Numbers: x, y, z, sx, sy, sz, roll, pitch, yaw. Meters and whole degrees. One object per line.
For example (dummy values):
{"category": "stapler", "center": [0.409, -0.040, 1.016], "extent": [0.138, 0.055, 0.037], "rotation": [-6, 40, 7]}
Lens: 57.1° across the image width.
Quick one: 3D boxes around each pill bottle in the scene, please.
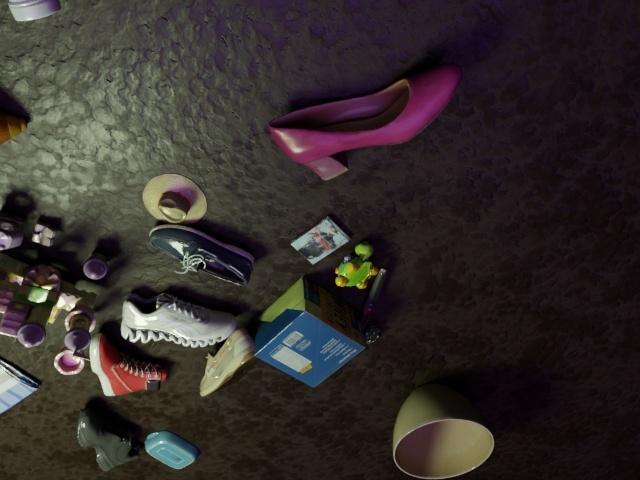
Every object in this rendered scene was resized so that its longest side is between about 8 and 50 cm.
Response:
{"category": "pill bottle", "center": [-0.509, -0.468, 0.978], "extent": [0.108, 0.107, 0.180], "rotation": [-9, 127, 2]}

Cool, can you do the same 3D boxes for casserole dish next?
{"category": "casserole dish", "center": [-0.474, 0.672, 1.869], "extent": [0.114, 0.037, 0.188], "rotation": [-33, 123, 20]}

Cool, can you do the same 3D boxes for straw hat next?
{"category": "straw hat", "center": [-0.328, -0.074, 1.311], "extent": [0.145, 0.061, 0.144], "rotation": [-2, 127, -2]}

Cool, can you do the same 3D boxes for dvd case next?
{"category": "dvd case", "center": [0.000, 0.000, 1.417], "extent": [0.120, 0.013, 0.087], "rotation": [-34, 121, 19]}

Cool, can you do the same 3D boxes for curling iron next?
{"category": "curling iron", "center": [0.142, 0.170, 1.540], "extent": [0.068, 0.035, 0.273], "rotation": [0, 127, -9]}

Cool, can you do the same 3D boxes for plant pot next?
{"category": "plant pot", "center": [0.341, 0.537, 1.728], "extent": [0.285, 0.190, 0.283], "rotation": [-2, 126, -3]}

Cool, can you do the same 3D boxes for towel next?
{"category": "towel", "center": [-0.951, 0.376, 1.620], "extent": [0.209, 0.034, 0.285], "rotation": [-32, 122, 19]}

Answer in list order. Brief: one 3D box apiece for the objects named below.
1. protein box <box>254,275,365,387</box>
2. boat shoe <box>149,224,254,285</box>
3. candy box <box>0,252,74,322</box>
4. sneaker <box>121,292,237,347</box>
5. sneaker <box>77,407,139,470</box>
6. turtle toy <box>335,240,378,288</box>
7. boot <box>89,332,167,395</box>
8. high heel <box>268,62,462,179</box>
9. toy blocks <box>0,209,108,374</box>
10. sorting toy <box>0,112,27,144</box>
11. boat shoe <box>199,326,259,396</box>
{"category": "protein box", "center": [-0.030, 0.239, 1.515], "extent": [0.201, 0.135, 0.200], "rotation": [35, 117, -25]}
{"category": "boat shoe", "center": [-0.281, 0.040, 1.380], "extent": [0.255, 0.079, 0.095], "rotation": [23, 142, -20]}
{"category": "candy box", "center": [-0.716, 0.118, 1.433], "extent": [0.187, 0.053, 0.109], "rotation": [28, 119, -24]}
{"category": "sneaker", "center": [-0.358, 0.196, 1.488], "extent": [0.293, 0.110, 0.118], "rotation": [3, 117, -6]}
{"category": "sneaker", "center": [-0.633, 0.582, 1.763], "extent": [0.130, 0.109, 0.286], "rotation": [-14, 136, -2]}
{"category": "turtle toy", "center": [0.089, 0.061, 1.435], "extent": [0.095, 0.066, 0.130], "rotation": [11, 126, -40]}
{"category": "boot", "center": [-0.512, 0.330, 1.585], "extent": [0.177, 0.088, 0.244], "rotation": [-4, 135, -2]}
{"category": "high heel", "center": [0.084, -0.260, 1.153], "extent": [0.377, 0.127, 0.181], "rotation": [-34, 132, 24]}
{"category": "toy blocks", "center": [-0.630, 0.146, 1.281], "extent": [0.289, 0.260, 0.308], "rotation": [18, 104, -20]}
{"category": "sorting toy", "center": [-0.641, -0.325, 1.100], "extent": [0.126, 0.127, 0.365], "rotation": [-16, 129, -29]}
{"category": "boat shoe", "center": [-0.257, 0.333, 1.599], "extent": [0.109, 0.098, 0.302], "rotation": [-18, 159, -43]}
